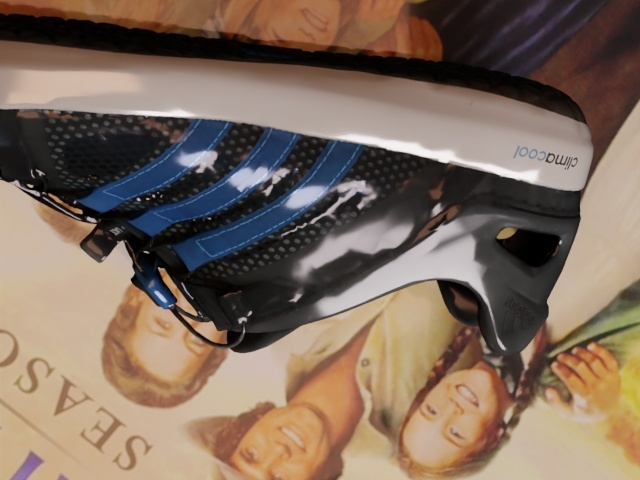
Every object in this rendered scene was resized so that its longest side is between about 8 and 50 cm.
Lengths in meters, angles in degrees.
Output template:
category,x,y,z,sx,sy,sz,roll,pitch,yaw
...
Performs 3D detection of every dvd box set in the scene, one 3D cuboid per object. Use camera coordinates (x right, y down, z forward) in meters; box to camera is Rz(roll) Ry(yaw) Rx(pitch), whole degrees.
category,x,y,z,sx,sy,sz,roll,pitch,yaw
dvd box set,0.000,0.000,0.534,0.307,0.062,0.420,41,89,-16

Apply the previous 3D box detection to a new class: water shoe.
category,x,y,z,sx,sy,sz,roll,pitch,yaw
water shoe,-0.028,-0.010,0.456,0.203,0.073,0.080,5,100,-13
